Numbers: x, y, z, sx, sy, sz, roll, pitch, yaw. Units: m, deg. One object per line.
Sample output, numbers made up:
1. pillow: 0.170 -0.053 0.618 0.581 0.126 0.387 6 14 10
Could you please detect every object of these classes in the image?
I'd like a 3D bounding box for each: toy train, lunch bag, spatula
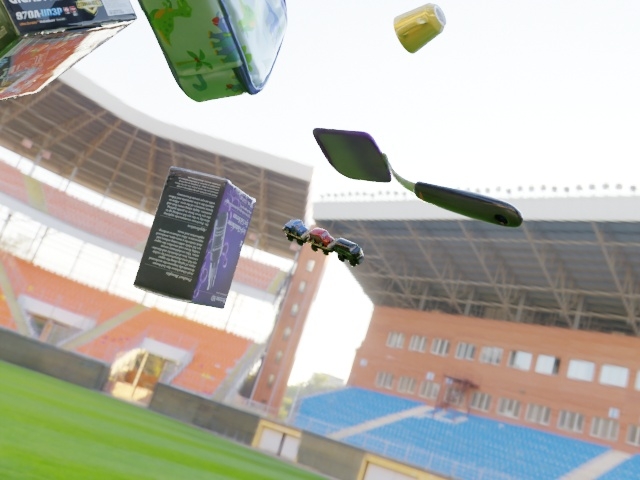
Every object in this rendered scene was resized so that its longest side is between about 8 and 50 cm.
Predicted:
1. toy train: 0.000 0.000 1.016 0.158 0.027 0.036 21 -41 37
2. lunch bag: -0.104 -0.259 0.628 0.090 0.176 0.219 -5 -47 18
3. spatula: 0.095 -0.065 0.714 0.296 0.030 0.084 32 -21 49

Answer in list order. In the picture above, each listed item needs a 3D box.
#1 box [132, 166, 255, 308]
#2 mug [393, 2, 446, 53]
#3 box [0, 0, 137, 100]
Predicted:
1. box: -0.204 0.001 1.114 0.108 0.207 0.153 14 -5 14
2. mug: 0.150 -0.315 0.991 0.064 0.078 0.062 -21 -53 36
3. box: -0.343 -0.218 0.763 0.220 0.175 0.051 -19 -79 34
